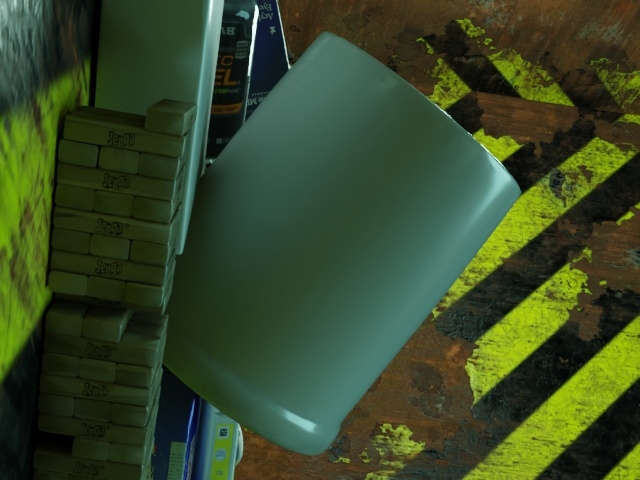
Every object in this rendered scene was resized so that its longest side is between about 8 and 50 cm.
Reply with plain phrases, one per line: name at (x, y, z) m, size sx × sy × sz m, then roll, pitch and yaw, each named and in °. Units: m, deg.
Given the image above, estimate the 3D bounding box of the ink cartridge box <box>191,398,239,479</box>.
ink cartridge box at (-0.223, 0.287, 1.454) m, size 0.303 × 0.072 × 0.307 m, roll 13°, pitch -86°, yaw 59°

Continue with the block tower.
block tower at (-0.169, 0.051, 0.722) m, size 0.091 × 0.097 × 0.335 m, roll -103°, pitch -157°, yaw -75°

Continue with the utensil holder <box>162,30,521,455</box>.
utensil holder at (0.000, 0.000, 1.057) m, size 0.385 × 0.327 × 0.327 m, roll -50°, pitch -172°, yaw 3°

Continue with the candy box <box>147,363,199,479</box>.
candy box at (-0.224, 0.257, 1.175) m, size 0.317 × 0.122 × 0.268 m, roll -136°, pitch -126°, yaw -81°

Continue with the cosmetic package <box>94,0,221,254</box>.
cosmetic package at (-0.144, -0.216, 0.857) m, size 0.284 × 0.097 × 0.377 m, roll -91°, pitch -170°, yaw -67°

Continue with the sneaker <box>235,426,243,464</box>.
sneaker at (-0.317, 0.396, 1.939) m, size 0.315 × 0.182 × 0.127 m, roll 21°, pitch -77°, yaw 54°

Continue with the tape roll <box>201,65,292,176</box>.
tape roll at (-0.122, -0.191, 1.586) m, size 0.286 × 0.286 × 0.100 m, roll 104°, pitch -8°, yaw -51°

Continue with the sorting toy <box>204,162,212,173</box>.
sorting toy at (-0.192, -0.179, 1.247) m, size 0.132 × 0.046 × 0.275 m, roll -137°, pitch -146°, yaw -73°

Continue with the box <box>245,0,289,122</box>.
box at (-0.131, -0.284, 1.379) m, size 0.108 × 0.153 × 0.207 m, roll 146°, pitch -68°, yaw -83°

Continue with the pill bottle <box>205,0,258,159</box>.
pill bottle at (-0.147, -0.233, 1.086) m, size 0.130 × 0.130 × 0.246 m, roll -96°, pitch -166°, yaw -67°
